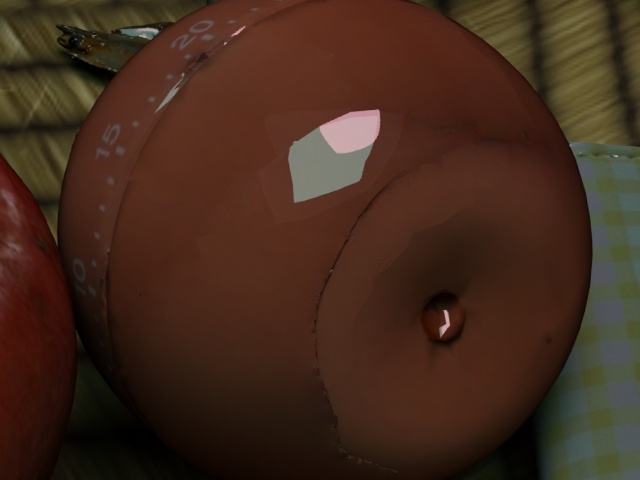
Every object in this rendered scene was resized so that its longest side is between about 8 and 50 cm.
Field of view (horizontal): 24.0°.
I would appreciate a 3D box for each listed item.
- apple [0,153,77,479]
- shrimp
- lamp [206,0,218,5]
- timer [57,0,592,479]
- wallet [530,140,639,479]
[{"bbox_3d":[-0.293,0.059,0.569,0.363,0.364,0.364,0,55,0],"label":"apple"},{"bbox_3d":[-0.100,-0.113,0.883,0.108,0.023,0.059,19,48,14],"label":"shrimp"},{"bbox_3d":[-0.032,-0.157,0.871,0.106,0.106,0.193,-25,48,-16],"label":"lamp"},{"bbox_3d":[0.000,0.000,0.674,0.229,0.230,0.215,-29,30,-18],"label":"timer"},{"bbox_3d":[0.202,0.083,0.710,0.223,0.077,0.310,0,51,1],"label":"wallet"}]
